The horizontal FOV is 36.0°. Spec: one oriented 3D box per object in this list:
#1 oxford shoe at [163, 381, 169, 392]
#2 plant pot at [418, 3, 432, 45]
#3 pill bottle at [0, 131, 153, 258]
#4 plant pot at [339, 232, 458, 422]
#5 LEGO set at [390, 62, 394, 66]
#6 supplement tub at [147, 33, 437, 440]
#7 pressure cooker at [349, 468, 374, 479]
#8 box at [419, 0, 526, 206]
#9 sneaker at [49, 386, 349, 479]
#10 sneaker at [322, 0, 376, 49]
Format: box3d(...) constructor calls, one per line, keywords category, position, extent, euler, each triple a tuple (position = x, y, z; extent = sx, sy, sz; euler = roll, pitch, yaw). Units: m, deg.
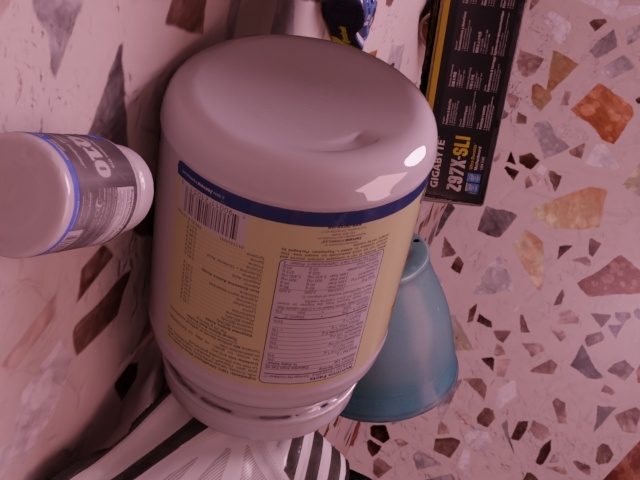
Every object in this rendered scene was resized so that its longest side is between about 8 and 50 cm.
box3d(category="oxford shoe", position=(-0.131, 0.197, 1.188), extent=(0.130, 0.123, 0.348), euler=(-98, -165, -54))
box3d(category="plant pot", position=(0.275, -0.420, 1.737), extent=(0.167, 0.167, 0.165), euler=(82, 25, -66))
box3d(category="pill bottle", position=(-0.168, -0.032, 0.651), extent=(0.137, 0.078, 0.078), euler=(-19, 129, -75))
box3d(category="plant pot", position=(0.095, 0.123, 1.670), extent=(0.272, 0.271, 0.255), euler=(-54, 146, -49))
box3d(category="LEGO set", position=(0.009, -0.123, 1.191), extent=(0.107, 0.132, 0.287), euler=(-49, 175, -23))
box3d(category="supplement tub", position=(-0.037, 0.003, 0.905), extent=(0.235, 0.235, 0.325), euler=(-54, 161, -49))
box3d(category="pressure cooker", position=(-0.005, 0.653, 1.765), extent=(0.420, 0.375, 0.370), euler=(-64, 170, 7))
box3d(category="box", position=(0.147, -0.235, 0.934), extent=(0.257, 0.079, 0.322), euler=(-74, 172, -55))
box3d(category="sneaker", position=(-0.126, 0.307, 0.889), extent=(0.447, 0.257, 0.169), euler=(-44, 154, -39))
box3d(category="sneaker", position=(0.038, -0.280, 1.187), extent=(0.144, 0.053, 0.059), euler=(79, 34, -83))
